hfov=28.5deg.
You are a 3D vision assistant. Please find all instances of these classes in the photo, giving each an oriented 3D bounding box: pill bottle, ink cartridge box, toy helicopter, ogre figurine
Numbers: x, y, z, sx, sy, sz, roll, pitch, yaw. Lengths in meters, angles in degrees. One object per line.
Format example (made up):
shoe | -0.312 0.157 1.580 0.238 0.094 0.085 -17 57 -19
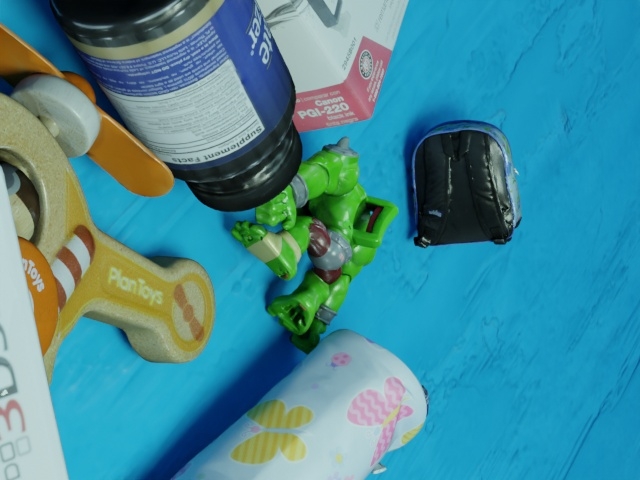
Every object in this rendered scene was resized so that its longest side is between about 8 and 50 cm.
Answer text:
pill bottle | -0.089 -0.118 0.874 0.123 0.123 0.219 -63 150 -24
ink cartridge box | -0.026 -0.214 0.981 0.218 0.092 0.158 50 45 -40
toy helicopter | -0.172 -0.002 0.847 0.355 0.140 0.235 33 59 -59
ogre figurine | 0.000 0.000 1.056 0.118 0.097 0.197 -48 125 -29

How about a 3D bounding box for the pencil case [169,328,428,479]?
pencil case | -0.033 0.190 1.003 0.273 0.113 0.124 -40 143 -33

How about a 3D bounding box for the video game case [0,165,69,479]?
video game case | -0.273 0.143 0.585 0.329 0.036 0.300 -18 107 -34

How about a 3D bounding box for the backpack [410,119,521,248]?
backpack | 0.140 -0.059 1.221 0.084 0.105 0.114 -49 133 -65

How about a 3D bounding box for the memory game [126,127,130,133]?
memory game | -0.097 -0.138 0.983 0.186 0.012 0.186 -10 102 -51
